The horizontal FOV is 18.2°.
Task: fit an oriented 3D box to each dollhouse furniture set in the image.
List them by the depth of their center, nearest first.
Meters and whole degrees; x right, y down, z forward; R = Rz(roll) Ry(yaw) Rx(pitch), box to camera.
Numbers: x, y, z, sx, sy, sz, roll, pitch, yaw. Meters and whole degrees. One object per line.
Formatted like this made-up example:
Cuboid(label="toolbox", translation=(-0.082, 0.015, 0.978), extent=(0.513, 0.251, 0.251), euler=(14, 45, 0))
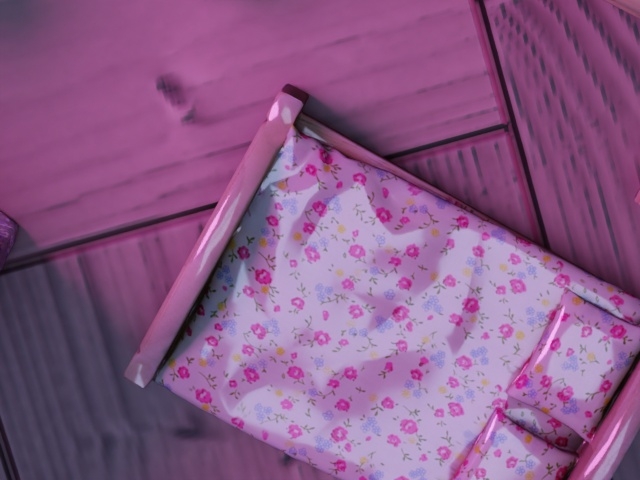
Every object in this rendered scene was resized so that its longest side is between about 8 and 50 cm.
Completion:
Cuboid(label="dollhouse furniture set", translation=(0.000, 0.000, 0.766), extent=(0.303, 0.174, 0.355), euler=(28, 100, -1))

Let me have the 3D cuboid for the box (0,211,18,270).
Cuboid(label="box", translation=(-0.263, 0.059, 0.806), extent=(0.163, 0.142, 0.247), euler=(36, 100, -3))
